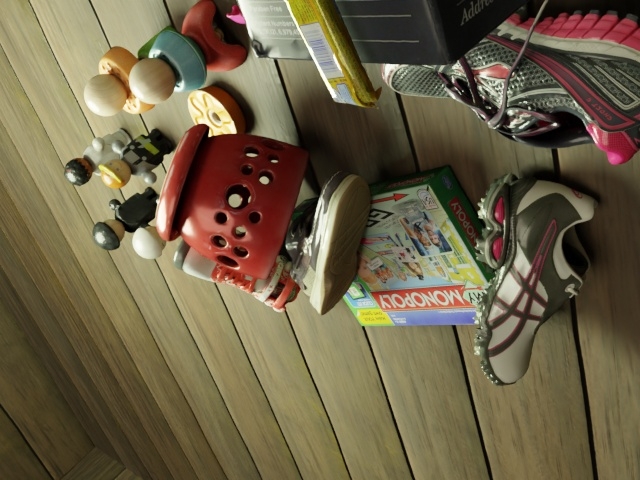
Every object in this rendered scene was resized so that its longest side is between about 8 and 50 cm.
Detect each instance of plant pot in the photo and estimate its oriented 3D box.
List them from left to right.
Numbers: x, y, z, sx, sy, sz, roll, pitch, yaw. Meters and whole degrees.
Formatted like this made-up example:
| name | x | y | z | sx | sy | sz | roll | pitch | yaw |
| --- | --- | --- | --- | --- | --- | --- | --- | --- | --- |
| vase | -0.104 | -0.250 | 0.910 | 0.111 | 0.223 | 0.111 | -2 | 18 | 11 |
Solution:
| name | x | y | z | sx | sy | sz | roll | pitch | yaw |
| --- | --- | --- | --- | --- | --- | --- | --- | --- | --- |
| plant pot | -0.122 | -0.060 | 1.222 | 0.174 | 0.191 | 0.191 | 19 | 148 | -3 |

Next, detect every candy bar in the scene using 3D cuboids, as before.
| name | x | y | z | sx | sy | sz | roll | pitch | yaw |
| --- | --- | --- | --- | --- | --- | --- | --- | --- | --- |
| candy bar | -0.008 | -0.144 | 0.510 | 0.040 | 0.018 | 0.161 | 9 | 134 | 53 |

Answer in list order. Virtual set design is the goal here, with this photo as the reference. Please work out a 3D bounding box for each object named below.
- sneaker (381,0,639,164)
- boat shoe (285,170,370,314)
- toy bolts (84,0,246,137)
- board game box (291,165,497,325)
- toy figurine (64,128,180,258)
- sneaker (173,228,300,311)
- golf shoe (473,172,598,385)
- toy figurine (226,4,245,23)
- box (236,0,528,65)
| name | x | y | z | sx | sy | sz | roll | pitch | yaw |
| --- | --- | --- | --- | --- | --- | --- | --- | --- | --- |
| sneaker | 0.170 | -0.148 | 0.827 | 0.299 | 0.112 | 0.121 | 15 | 172 | 45 |
| boat shoe | 0.000 | 0.000 | 1.186 | 0.092 | 0.103 | 0.285 | 33 | 153 | 16 |
| toy bolts | -0.207 | -0.203 | 1.242 | 0.218 | 0.158 | 0.228 | 52 | 150 | -8 |
| board game box | 0.108 | 0.021 | 1.215 | 0.317 | 0.046 | 0.213 | -10 | 117 | 56 |
| toy figurine | -0.334 | -0.082 | 1.559 | 0.213 | 0.148 | 0.210 | 13 | 135 | 46 |
| sneaker | -0.111 | 0.043 | 1.380 | 0.145 | 0.090 | 0.270 | 33 | -175 | 17 |
| golf shoe | 0.238 | 0.059 | 1.004 | 0.120 | 0.105 | 0.273 | 8 | 123 | 21 |
| toy figurine | -0.088 | -0.325 | 1.015 | 0.173 | 0.130 | 0.159 | 59 | 166 | 26 |
| box | 0.072 | -0.328 | 0.550 | 0.179 | 0.343 | 0.312 | 14 | 137 | 46 |
